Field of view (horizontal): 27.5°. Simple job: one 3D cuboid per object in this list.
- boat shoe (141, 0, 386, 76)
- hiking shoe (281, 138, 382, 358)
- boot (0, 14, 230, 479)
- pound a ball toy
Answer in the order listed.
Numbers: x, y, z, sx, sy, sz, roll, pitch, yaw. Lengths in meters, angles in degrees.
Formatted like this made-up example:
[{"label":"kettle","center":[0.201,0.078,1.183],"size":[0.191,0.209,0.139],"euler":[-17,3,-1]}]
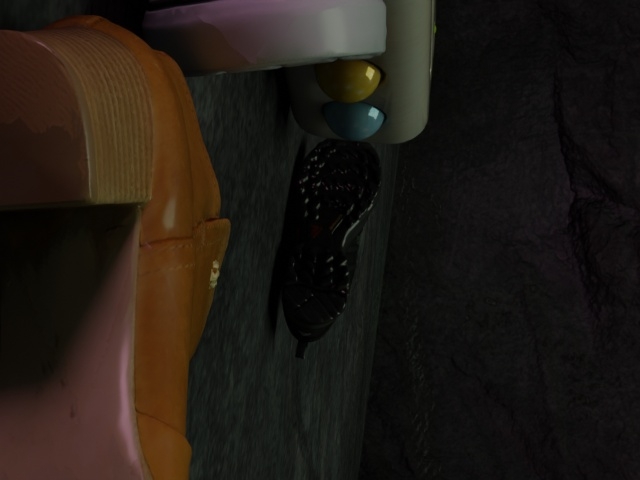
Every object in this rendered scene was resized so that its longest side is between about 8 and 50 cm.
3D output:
[{"label":"boat shoe","center":[-0.033,-0.161,0.695],"size":[0.335,0.121,0.119],"euler":[-100,-174,-73]},{"label":"hiking shoe","center":[0.000,0.000,1.289],"size":[0.114,0.086,0.226],"euler":[112,-4,-57]},{"label":"boot","center":[-0.078,0.067,0.477],"size":[0.211,0.104,0.295],"euler":[-19,112,-83]},{"label":"pound a ball toy","center":[0.066,-0.179,1.038],"size":[0.319,0.208,0.135],"euler":[80,17,-71]}]
